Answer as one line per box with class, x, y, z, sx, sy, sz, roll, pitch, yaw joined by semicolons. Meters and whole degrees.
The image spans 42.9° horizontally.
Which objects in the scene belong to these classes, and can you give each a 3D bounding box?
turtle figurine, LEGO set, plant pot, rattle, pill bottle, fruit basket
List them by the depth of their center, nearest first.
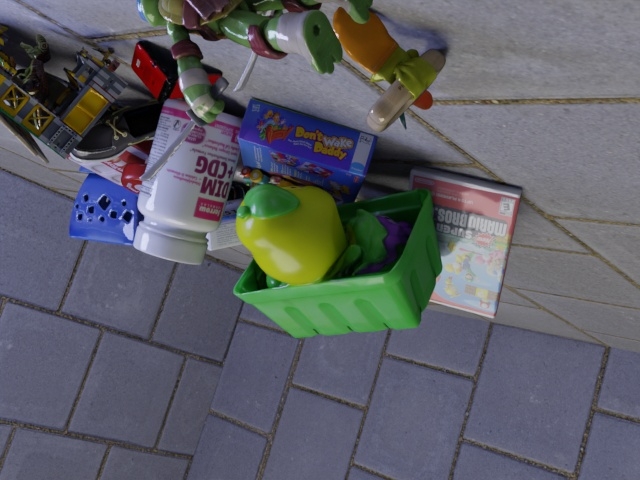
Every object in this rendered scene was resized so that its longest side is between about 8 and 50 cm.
turtle figurine;-0.074;-0.217;0.933;0.266;0.274;0.198;6;-160;35
rattle;0.080;-0.214;1.041;0.143;0.130;0.199;28;-162;5
LEGO set;-0.463;-0.292;1.393;0.255;0.192;0.331;40;178;-17
fruit basket;0.000;0.000;1.481;0.392;0.283;0.392;16;136;16
pill bottle;-0.247;-0.108;1.518;0.160;0.283;0.160;16;-176;-1
plant pot;-0.485;-0.105;2.111;0.236;0.212;0.236;7;-175;28

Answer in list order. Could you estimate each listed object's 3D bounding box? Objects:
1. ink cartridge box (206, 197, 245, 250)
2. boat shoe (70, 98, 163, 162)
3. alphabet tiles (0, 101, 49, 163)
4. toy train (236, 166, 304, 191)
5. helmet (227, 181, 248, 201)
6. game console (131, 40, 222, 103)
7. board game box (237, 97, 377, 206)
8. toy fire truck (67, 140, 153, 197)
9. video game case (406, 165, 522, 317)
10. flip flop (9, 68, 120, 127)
ink cartridge box;-0.152;-0.071;1.888;0.296;0.066;0.261;-12;-157;-20
boat shoe;-0.372;-0.217;1.559;0.228;0.081;0.068;-24;170;-22
alphabet tiles;-0.633;-0.284;1.532;0.342;0.011;0.285;43;171;45
toy train;-0.092;-0.095;1.628;0.166;0.046;0.125;19;171;-14
helmet;-0.243;-0.069;2.201;0.169;0.169;0.161;14;154;22
game console;-0.246;-0.288;1.375;0.124;0.085;0.144;51;164;-8
board game box;-0.030;-0.151;1.571;0.233;0.078;0.347;17;171;0
toy fire truck;-0.358;-0.155;1.750;0.254;0.169;0.302;-4;158;39
video game case;0.256;0.006;1.546;0.204;0.025;0.285;15;126;17
flip flop;-0.535;-0.279;1.742;0.277;0.112;0.080;17;-172;-30
